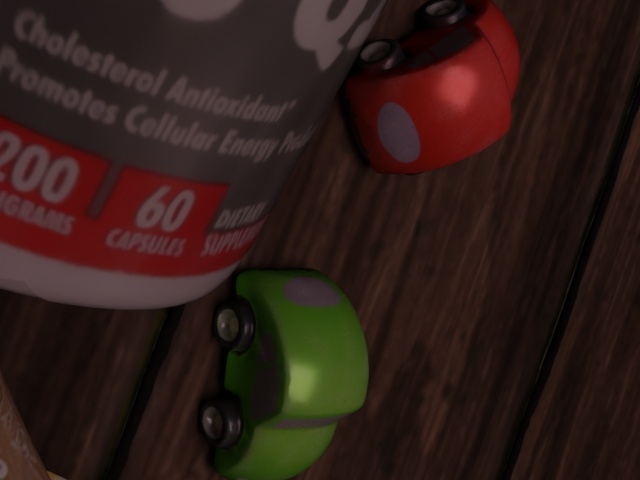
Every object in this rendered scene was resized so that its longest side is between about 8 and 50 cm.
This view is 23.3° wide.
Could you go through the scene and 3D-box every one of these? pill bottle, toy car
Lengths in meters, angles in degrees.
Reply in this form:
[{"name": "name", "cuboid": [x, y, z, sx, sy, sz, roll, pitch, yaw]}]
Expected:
[{"name": "pill bottle", "cuboid": [-0.031, -0.137, 0.408, 0.161, 0.161, 0.283, 8, 122, -43]}, {"name": "toy car", "cuboid": [0.000, 0.000, 0.657, 0.239, 0.053, 0.225, -1, 102, -42]}]

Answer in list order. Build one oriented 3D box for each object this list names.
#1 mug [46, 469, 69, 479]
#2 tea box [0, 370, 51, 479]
[{"name": "mug", "cuboid": [-0.112, 0.125, 0.599, 0.064, 0.078, 0.062, -58, 165, -2]}, {"name": "tea box", "cuboid": [-0.276, -0.014, 0.275, 0.323, 0.220, 0.329, -36, 123, -29]}]
